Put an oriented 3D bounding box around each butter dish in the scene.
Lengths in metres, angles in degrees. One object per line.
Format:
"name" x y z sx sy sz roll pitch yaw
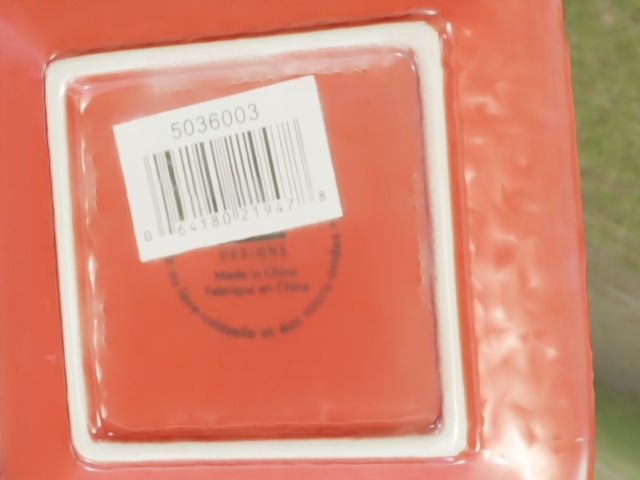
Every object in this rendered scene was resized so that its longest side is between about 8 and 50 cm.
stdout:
"butter dish" 0.000 0.000 0.498 0.160 0.160 0.118 -4 -178 19
